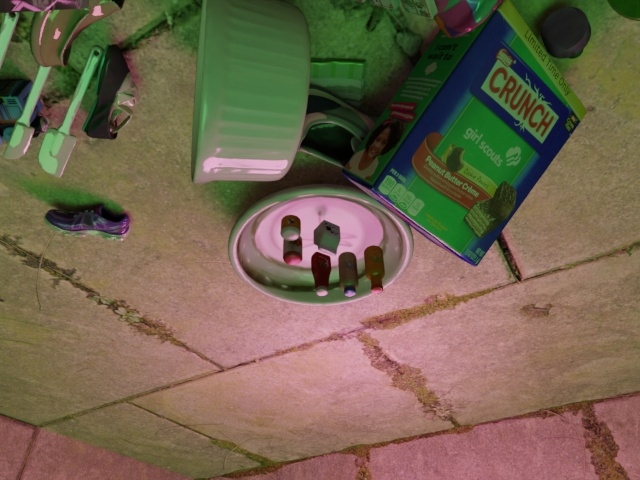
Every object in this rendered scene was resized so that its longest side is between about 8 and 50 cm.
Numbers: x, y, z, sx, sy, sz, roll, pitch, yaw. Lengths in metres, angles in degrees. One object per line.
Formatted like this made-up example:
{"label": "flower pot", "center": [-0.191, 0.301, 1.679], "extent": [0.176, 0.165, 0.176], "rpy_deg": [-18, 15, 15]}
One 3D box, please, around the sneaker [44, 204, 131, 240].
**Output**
{"label": "sneaker", "center": [-0.499, -0.050, 1.053], "extent": [0.170, 0.068, 0.071], "rpy_deg": [7, 125, -22]}

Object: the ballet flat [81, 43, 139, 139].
{"label": "ballet flat", "center": [-0.344, -0.238, 0.817], "extent": [0.074, 0.074, 0.203], "rpy_deg": [21, 141, -24]}

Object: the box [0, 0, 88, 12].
{"label": "box", "center": [-0.313, -0.438, 0.379], "extent": [0.097, 0.395, 0.318], "rpy_deg": [-30, 163, -41]}

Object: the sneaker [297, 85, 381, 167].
{"label": "sneaker", "center": [0.087, -0.156, 0.839], "extent": [0.319, 0.131, 0.112], "rpy_deg": [12, 136, -13]}

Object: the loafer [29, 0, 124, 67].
{"label": "loafer", "center": [-0.322, -0.339, 0.671], "extent": [0.092, 0.102, 0.268], "rpy_deg": [23, 131, -30]}

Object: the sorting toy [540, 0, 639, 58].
{"label": "sorting toy", "center": [0.505, -0.369, 0.686], "extent": [0.366, 0.127, 0.126], "rpy_deg": [-29, 162, 32]}

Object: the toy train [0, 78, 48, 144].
{"label": "toy train", "center": [-0.568, -0.217, 0.831], "extent": [0.184, 0.080, 0.105], "rpy_deg": [-1, 132, -1]}

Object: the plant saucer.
{"label": "plant saucer", "center": [0.000, 0.000, 1.082], "extent": [0.401, 0.100, 0.400], "rpy_deg": [-1, 140, -1]}

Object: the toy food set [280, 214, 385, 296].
{"label": "toy food set", "center": [0.014, 0.043, 0.975], "extent": [0.232, 0.104, 0.111], "rpy_deg": [22, 134, -26]}

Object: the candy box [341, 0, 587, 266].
{"label": "candy box", "center": [0.234, -0.158, 0.776], "extent": [0.268, 0.122, 0.317], "rpy_deg": [31, 95, -32]}

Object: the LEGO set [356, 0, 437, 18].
{"label": "LEGO set", "center": [0.046, -0.391, 0.581], "extent": [0.060, 0.182, 0.244], "rpy_deg": [-50, 140, -3]}

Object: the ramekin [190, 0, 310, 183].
{"label": "ramekin", "center": [-0.109, -0.215, 0.702], "extent": [0.135, 0.277, 0.277], "rpy_deg": [4, 140, -17]}

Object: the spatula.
{"label": "spatula", "center": [-0.464, -0.229, 0.779], "extent": [0.168, 0.019, 0.242], "rpy_deg": [20, 112, -32]}

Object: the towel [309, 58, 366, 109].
{"label": "towel", "center": [0.019, -0.244, 0.854], "extent": [0.113, 0.023, 0.152], "rpy_deg": [0, 140, -2]}

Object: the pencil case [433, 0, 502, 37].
{"label": "pencil case", "center": [0.141, -0.373, 0.600], "extent": [0.104, 0.104, 0.236], "rpy_deg": [-29, 117, 28]}
